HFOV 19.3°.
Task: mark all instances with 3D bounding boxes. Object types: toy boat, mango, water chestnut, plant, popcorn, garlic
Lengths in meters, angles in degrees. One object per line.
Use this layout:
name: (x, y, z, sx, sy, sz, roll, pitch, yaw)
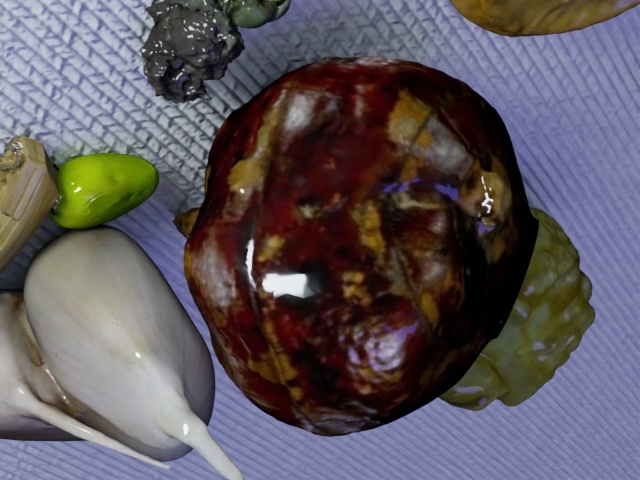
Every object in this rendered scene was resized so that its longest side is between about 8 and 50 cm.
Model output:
toy boat: (-0.290, -0.009, 1.573, 0.072, 0.064, 0.206, 18, 129, -36)
mango: (-0.187, -0.044, 1.608, 0.108, 0.056, 0.073, -13, 154, -32)
water chestnut: (0.000, 0.000, 1.641, 0.335, 0.346, 0.335, -30, 125, -55)
plant: (-0.079, -0.174, 1.475, 0.174, 0.087, 0.085, -39, -179, 28)
popcorn: (0.178, 0.065, 1.992, 0.255, 0.195, 0.256, -26, 154, -26)
garlic: (-0.215, 0.128, 1.638, 0.231, 0.340, 0.246, -27, 112, -11)

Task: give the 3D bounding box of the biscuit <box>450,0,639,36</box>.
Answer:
biscuit: (0.231, -0.277, 1.556, 0.296, 0.102, 0.296, -20, 152, -11)
